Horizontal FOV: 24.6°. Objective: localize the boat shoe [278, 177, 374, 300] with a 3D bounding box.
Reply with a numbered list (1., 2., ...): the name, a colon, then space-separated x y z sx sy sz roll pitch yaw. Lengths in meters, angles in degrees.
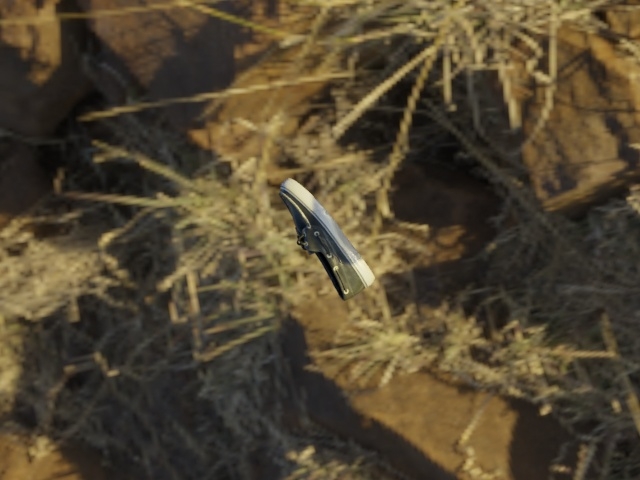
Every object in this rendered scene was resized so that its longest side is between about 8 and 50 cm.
1. boat shoe: 0.000 0.000 1.502 0.142 0.040 0.049 51 167 -11
